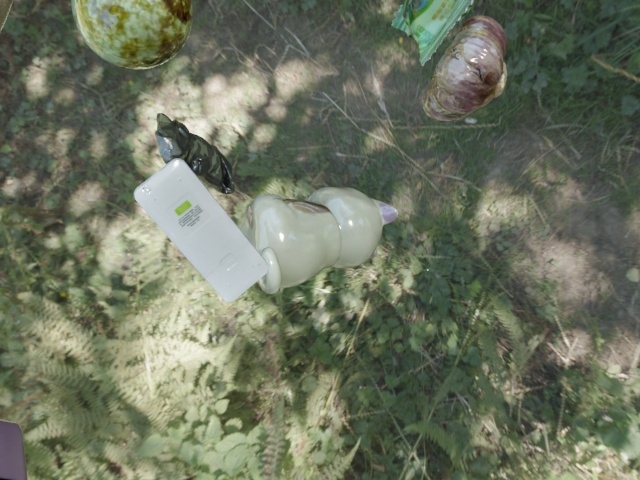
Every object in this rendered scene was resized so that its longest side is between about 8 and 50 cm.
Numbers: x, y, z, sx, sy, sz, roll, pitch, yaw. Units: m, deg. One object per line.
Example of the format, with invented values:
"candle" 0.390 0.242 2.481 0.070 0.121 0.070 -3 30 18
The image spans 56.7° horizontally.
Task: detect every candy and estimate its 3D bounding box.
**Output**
"candy" 0.349 -0.699 1.820 0.171 0.398 0.263 17 122 -12

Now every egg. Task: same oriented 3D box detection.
"egg" -0.385 -0.492 1.253 0.238 0.289 0.238 8 127 11

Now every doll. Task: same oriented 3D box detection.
"doll" -0.028 -0.014 1.356 0.226 0.370 0.215 49 140 27

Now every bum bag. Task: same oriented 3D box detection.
"bum bag" -0.318 -0.214 1.491 0.095 0.340 0.144 -27 73 14

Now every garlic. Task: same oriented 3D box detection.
"garlic" 0.337 -0.368 1.326 0.160 0.245 0.245 34 93 1

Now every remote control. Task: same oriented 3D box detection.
"remote control" -0.194 -0.013 0.992 0.103 0.034 0.250 -41 112 -7

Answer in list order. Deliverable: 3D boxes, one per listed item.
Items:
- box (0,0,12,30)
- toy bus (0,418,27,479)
"box" -0.493 -0.316 0.791 0.088 0.200 0.146 33 108 -10
"toy bus" -0.404 0.299 0.638 0.142 0.142 0.203 -30 56 4
